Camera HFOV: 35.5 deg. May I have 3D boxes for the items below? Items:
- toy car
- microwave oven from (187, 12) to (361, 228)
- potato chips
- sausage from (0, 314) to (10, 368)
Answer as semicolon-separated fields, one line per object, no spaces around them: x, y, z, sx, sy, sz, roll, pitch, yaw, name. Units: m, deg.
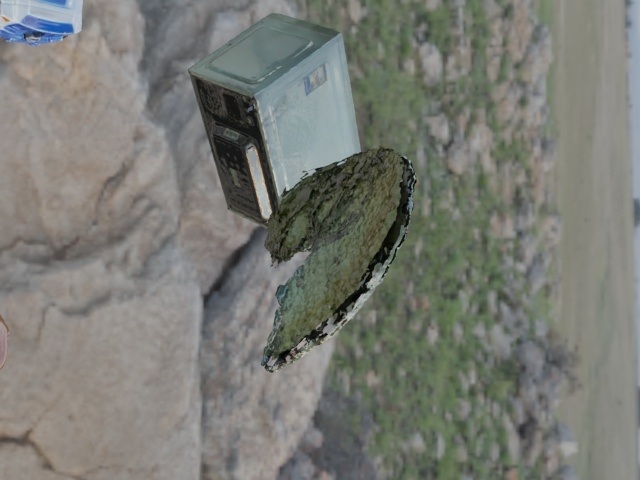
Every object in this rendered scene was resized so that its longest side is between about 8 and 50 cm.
-0.189;-0.213;0.640;0.080;0.070;0.170;-5;90;-63;toy car
-0.051;-0.135;1.163;0.163;0.129;0.205;-39;137;-30;microwave oven
0.003;0.002;0.847;0.029;0.202;0.220;31;11;-26;potato chips
-0.507;0.108;1.286;0.268;0.141;0.153;62;33;-56;sausage
